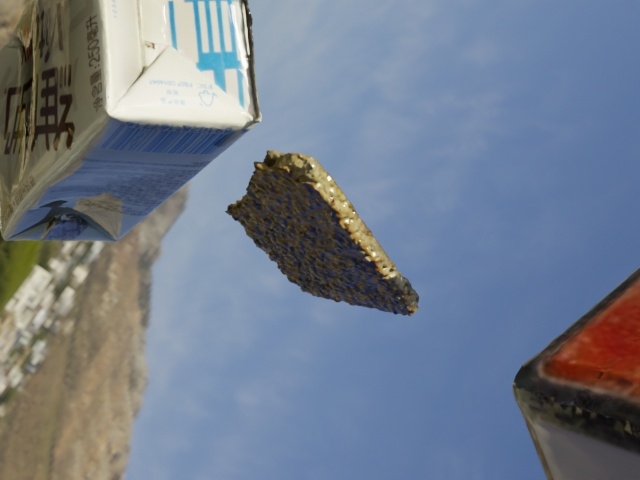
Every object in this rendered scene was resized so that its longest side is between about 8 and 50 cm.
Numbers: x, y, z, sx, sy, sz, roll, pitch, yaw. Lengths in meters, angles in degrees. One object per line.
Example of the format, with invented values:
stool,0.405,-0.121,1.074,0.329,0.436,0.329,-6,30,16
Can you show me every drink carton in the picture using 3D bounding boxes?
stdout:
drink carton,-0.184,-0.134,1.019,0.324,0.132,0.194,-32,-119,57

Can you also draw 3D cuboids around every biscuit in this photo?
biscuit,-0.011,-0.004,0.995,0.131,0.237,0.026,8,-116,33

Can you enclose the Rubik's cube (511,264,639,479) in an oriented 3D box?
Rubik's cube,0.335,0.135,0.573,0.318,0.316,0.313,-35,-156,-26
